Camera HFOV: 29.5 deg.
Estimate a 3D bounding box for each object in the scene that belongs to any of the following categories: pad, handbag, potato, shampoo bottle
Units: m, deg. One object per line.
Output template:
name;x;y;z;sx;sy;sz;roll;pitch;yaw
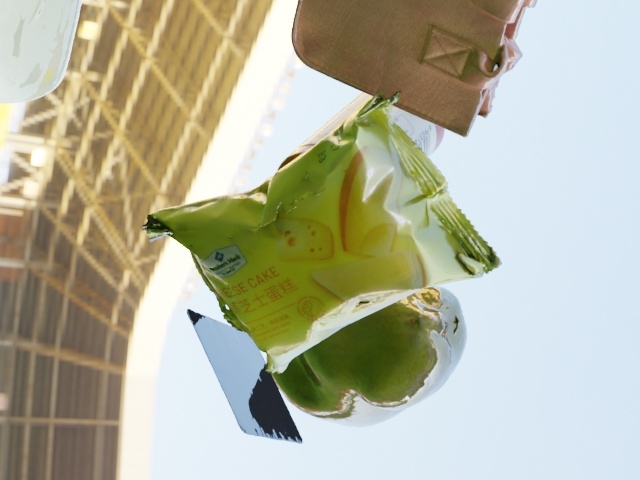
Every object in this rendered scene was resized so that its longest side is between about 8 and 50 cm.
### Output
pad;-0.060;0.114;1.000;0.003;0.157;0.112;-30;-109;9
handbag;0.074;-0.189;0.799;0.157;0.059;0.212;29;-53;18
potato;0.067;0.132;1.541;0.351;0.218;0.202;-20;-89;61
shampoo bottle;0.025;-0.070;1.270;0.104;0.278;0.104;20;-49;25

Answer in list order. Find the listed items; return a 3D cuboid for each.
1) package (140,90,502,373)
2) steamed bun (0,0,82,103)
package;0.000;0.000;0.877;0.226;0.168;0.090;-30;-161;23
steamed bun;-0.245;-0.180;0.628;0.155;0.250;0.200;-65;170;-67
